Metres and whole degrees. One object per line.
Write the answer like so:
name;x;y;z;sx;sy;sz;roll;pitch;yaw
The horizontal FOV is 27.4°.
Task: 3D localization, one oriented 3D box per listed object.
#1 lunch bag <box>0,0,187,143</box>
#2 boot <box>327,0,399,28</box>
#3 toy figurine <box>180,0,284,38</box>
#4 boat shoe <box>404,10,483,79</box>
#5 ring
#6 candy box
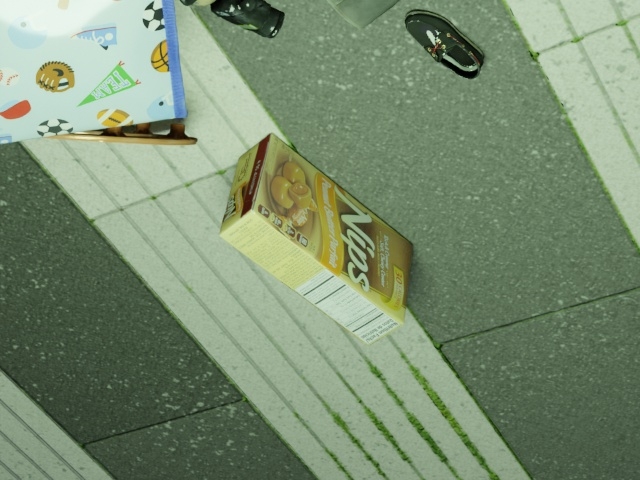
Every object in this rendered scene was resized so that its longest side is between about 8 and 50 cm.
lunch bag;-0.349;-0.337;1.637;0.327;0.239;0.386;-12;138;-8
boot;0.075;-0.390;1.723;0.208;0.076;0.190;-18;120;42
toy figurine;-0.082;-0.388;1.652;0.148;0.210;0.213;23;135;-28
boat shoe;0.173;-0.275;1.838;0.133;0.042;0.049;32;132;-19
ring;-0.344;-0.162;1.885;0.336;0.336;0.032;5;95;5
candy box;0.000;0.000;2.032;0.316;0.183;0.087;37;130;-24
